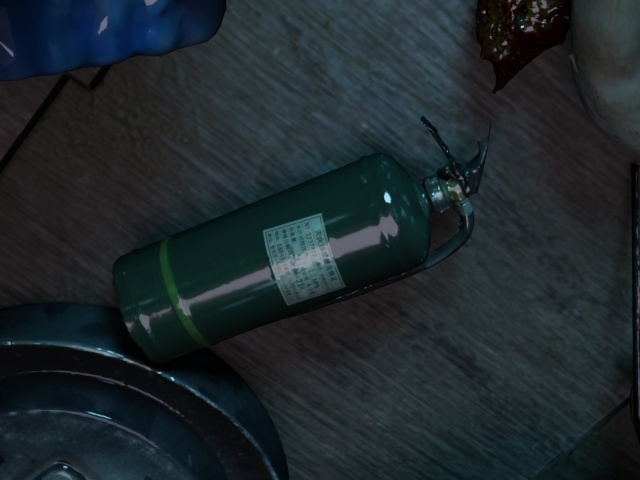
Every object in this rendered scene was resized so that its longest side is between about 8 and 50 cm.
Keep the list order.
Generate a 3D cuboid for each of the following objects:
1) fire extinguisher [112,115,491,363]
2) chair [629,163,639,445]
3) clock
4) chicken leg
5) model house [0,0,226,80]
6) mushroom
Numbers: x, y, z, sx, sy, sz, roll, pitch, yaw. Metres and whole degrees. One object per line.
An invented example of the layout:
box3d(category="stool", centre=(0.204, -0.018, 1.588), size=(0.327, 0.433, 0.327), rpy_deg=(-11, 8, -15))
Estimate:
box3d(category="fire extinguisher", centre=(0.000, 0.000, 0.856), size=(0.294, 0.093, 0.118), rpy_deg=(-21, 115, 11))
box3d(category="chair", centre=(0.310, 0.074, 0.855), size=(0.158, 0.172, 0.247), rpy_deg=(-4, 111, 2))
box3d(category="clock", centre=(-0.209, 0.227, 0.992), size=(0.386, 0.076, 0.386), rpy_deg=(1, 118, 1))
box3d(category="chicken leg", centre=(0.132, -0.213, 0.752), size=(0.105, 0.063, 0.234), rpy_deg=(-12, 118, 12))
box3d(category="model house", centre=(-0.212, -0.253, 0.529), size=(0.400, 0.445, 0.395), rpy_deg=(8, 116, -1))
box3d(category="mushroom", centre=(0.196, -0.141, 0.732), size=(0.092, 0.081, 0.223), rpy_deg=(-25, 143, 5))
